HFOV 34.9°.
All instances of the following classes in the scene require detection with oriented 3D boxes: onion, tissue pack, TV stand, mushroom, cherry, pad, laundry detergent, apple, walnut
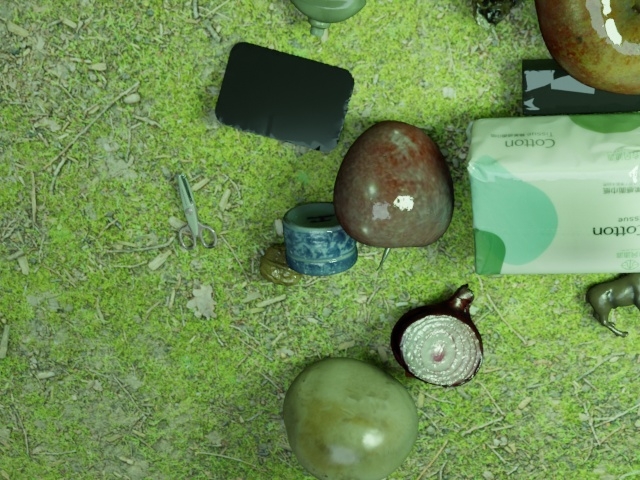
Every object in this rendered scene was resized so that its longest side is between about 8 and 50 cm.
[{"bbox_3d":[0.247,0.183,2.066,0.195,0.140,0.218,22,93,-4],"label":"onion"},{"bbox_3d":[0.445,-0.083,1.842,0.356,0.194,0.266,-1,132,12],"label":"tissue pack"},{"bbox_3d":[0.499,-0.280,1.827,0.269,0.083,0.088,-1,113,11],"label":"TV stand"},{"bbox_3d":[0.053,0.410,2.147,0.292,0.292,0.290,16,134,4],"label":"mushroom"},{"bbox_3d":[0.140,-0.081,1.906,0.213,0.236,0.285,9,89,28],"label":"cherry"},{"bbox_3d":[-0.087,-0.204,1.992,0.250,0.055,0.323,16,117,4],"label":"pad"},{"bbox_3d":[0.018,-0.489,1.819,0.181,0.091,0.253,18,117,4],"label":"laundry detergent"},{"bbox_3d":[0.511,-0.409,1.638,0.348,0.277,0.348,1,106,4],"label":"apple"},{"bbox_3d":[-0.081,0.052,2.100,0.096,0.082,0.079,21,89,2],"label":"walnut"}]

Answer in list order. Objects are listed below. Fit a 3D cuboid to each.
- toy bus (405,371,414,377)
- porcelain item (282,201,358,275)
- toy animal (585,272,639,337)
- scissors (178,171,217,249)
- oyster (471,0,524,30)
[{"bbox_3d":[0.234,0.275,2.157,0.110,0.043,0.031,4,115,10],"label":"toy bus"},{"bbox_3d":[0.000,0.000,2.019,0.147,0.147,0.114,2,115,10],"label":"porcelain item"},{"bbox_3d":[0.617,0.090,1.968,0.214,0.094,0.186,-13,108,20],"label":"toy animal"},{"bbox_3d":[-0.268,-0.059,2.114,0.085,0.022,0.176,-3,117,16],"label":"scissors"},{"bbox_3d":[0.318,-0.505,1.762,0.214,0.083,0.223,-32,98,20],"label":"oyster"}]
